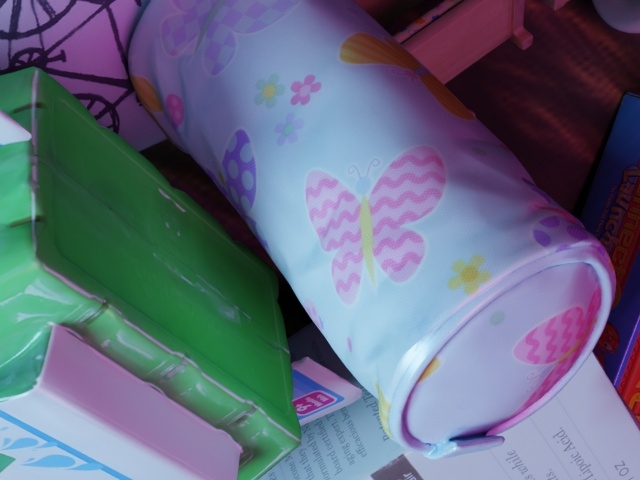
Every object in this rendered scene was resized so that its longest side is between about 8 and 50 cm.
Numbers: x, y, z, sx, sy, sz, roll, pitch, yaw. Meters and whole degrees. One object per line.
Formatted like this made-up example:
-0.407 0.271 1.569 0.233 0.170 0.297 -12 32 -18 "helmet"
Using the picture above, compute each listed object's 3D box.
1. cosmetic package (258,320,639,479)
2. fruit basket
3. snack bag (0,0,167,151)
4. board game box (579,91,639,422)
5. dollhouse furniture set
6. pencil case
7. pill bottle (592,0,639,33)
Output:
0.011 0.188 0.699 0.385 0.156 0.217 -36 122 4 "cosmetic package"
-0.200 0.093 0.530 0.353 0.165 0.327 -31 138 13 "fruit basket"
-0.167 -0.125 0.501 0.343 0.037 0.323 -28 146 -20 "snack bag"
0.324 0.065 0.920 0.302 0.086 0.308 10 102 -36 "board game box"
0.084 -0.128 0.709 0.182 0.101 0.161 -36 152 -13 "dollhouse furniture set"
0.010 -0.030 0.522 0.113 0.273 0.124 16 116 -48 "pencil case"
0.267 -0.187 0.776 0.152 0.086 0.086 -7 116 -30 "pill bottle"
